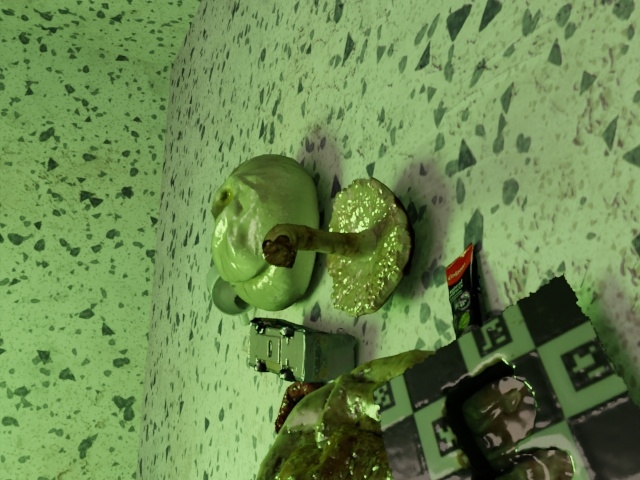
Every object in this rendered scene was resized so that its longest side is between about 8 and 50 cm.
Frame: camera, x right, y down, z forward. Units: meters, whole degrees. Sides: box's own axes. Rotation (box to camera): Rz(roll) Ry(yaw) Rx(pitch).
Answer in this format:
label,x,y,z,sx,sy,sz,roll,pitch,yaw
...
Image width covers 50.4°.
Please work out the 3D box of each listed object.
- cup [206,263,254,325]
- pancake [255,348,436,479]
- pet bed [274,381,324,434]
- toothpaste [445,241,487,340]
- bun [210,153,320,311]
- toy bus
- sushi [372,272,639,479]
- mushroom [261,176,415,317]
label,x,y,z,sx,sy,sz,roll,pitch,yaw
cup,-0.226,0.126,1.827,0.134,0.173,0.142,-48,25,-1
pancake,0.051,0.296,0.954,0.386,0.082,0.387,-32,23,15
pet bed,-0.031,0.370,1.356,0.201,0.053,0.201,-27,58,56
toothpaste,0.201,0.099,0.931,0.071,0.045,0.194,127,150,-47
bun,-0.140,-0.021,1.534,0.365,0.219,0.366,-173,90,-70
toy bus,-0.045,0.214,1.343,0.317,0.137,0.113,178,95,-65
sushi,0.232,0.270,0.726,0.296,0.100,0.373,-38,43,24
mushroom,0.028,-0.020,1.088,0.208,0.301,0.233,-44,45,3
